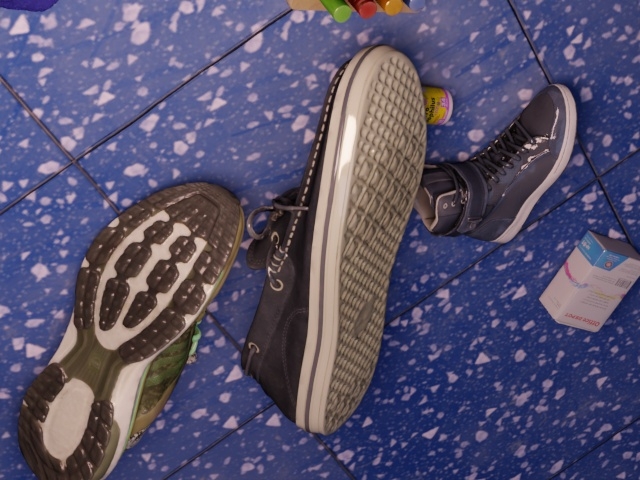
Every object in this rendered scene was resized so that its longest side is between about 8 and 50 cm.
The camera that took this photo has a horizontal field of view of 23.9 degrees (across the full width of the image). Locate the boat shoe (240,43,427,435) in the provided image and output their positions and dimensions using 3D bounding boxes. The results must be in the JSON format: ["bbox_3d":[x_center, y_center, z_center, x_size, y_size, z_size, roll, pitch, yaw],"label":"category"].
[{"bbox_3d":[0.000,0.000,1.707,0.187,0.156,0.500,-36,146,-45],"label":"boat shoe"}]

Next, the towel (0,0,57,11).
[{"bbox_3d":[-0.349,-0.327,1.346,0.308,0.076,0.228,7,129,-32],"label":"towel"}]

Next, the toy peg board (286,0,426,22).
[{"bbox_3d":[0.066,-0.298,1.575,0.160,0.079,0.161,-2,127,-26],"label":"toy peg board"}]

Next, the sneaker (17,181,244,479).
[{"bbox_3d":[-0.198,0.102,1.755,0.410,0.158,0.182,-56,161,19],"label":"sneaker"}]

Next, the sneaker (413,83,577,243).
[{"bbox_3d":[0.200,-0.092,1.806,0.163,0.086,0.226,5,124,-34],"label":"sneaker"}]

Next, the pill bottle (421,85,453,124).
[{"bbox_3d":[0.107,-0.156,1.735,0.083,0.043,0.043,1,125,-28],"label":"pill bottle"}]

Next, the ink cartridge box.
[{"bbox_3d":[0.366,0.056,2.036,0.088,0.052,0.122,16,116,-36],"label":"ink cartridge box"}]
